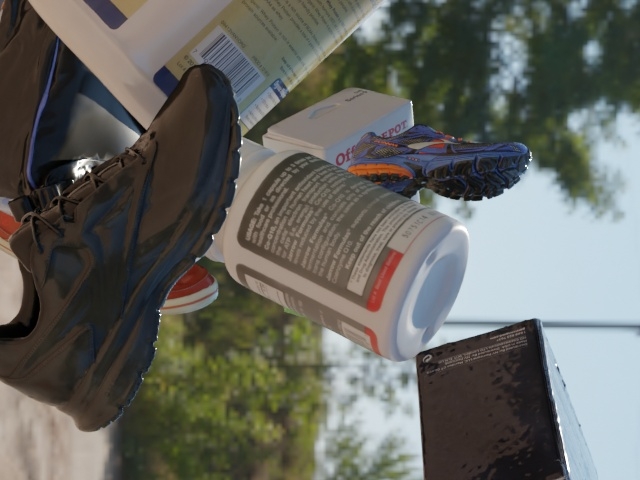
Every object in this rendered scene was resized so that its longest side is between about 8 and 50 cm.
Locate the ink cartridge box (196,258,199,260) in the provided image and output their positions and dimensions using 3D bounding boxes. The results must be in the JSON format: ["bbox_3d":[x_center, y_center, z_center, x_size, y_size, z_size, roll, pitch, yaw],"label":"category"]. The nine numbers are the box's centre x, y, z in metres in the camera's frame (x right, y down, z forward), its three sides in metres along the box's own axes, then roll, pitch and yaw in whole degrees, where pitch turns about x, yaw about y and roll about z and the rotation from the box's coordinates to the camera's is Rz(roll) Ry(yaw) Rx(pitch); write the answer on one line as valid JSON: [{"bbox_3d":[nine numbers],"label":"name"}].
[{"bbox_3d":[-0.264,-0.041,1.942,0.168,0.232,0.171,49,-8,25],"label":"ink cartridge box"}]

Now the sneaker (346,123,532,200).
[{"bbox_3d":[0.137,-0.100,1.628,0.083,0.221,0.087,77,13,-58],"label":"sneaker"}]

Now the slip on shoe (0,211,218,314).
[{"bbox_3d":[-0.280,0.004,1.759,0.123,0.331,0.101,-41,150,-56],"label":"slip on shoe"}]

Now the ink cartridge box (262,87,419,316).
[{"bbox_3d":[0.038,-0.051,2.024,0.211,0.121,0.289,-33,127,-41],"label":"ink cartridge box"}]

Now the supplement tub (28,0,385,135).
[{"bbox_3d":[-0.069,-0.243,1.192,0.228,0.316,0.228,47,0,0],"label":"supplement tub"}]

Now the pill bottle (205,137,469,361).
[{"bbox_3d":[0.000,0.000,1.472,0.161,0.283,0.161,-44,149,-36],"label":"pill bottle"}]

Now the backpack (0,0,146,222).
[{"bbox_3d":[-0.280,-0.121,1.521,0.263,0.213,0.277,38,64,-57],"label":"backpack"}]

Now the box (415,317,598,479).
[{"bbox_3d":[0.246,0.313,1.731,0.294,0.182,0.296,-90,158,-56],"label":"box"}]

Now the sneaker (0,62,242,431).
[{"bbox_3d":[-0.153,-0.006,1.013,0.286,0.130,0.109,-65,-159,-3],"label":"sneaker"}]
